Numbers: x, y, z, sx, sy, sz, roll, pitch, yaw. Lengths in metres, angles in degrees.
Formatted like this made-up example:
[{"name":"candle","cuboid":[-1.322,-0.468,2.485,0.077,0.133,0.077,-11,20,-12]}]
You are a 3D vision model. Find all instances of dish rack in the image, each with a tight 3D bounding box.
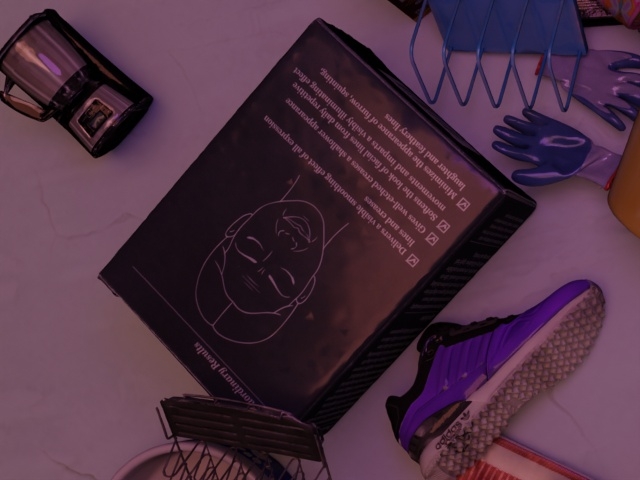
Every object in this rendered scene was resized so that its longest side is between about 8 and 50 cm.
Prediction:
[{"name":"dish rack","cuboid":[-0.074,0.278,1.368,0.208,0.074,0.271,5,133,21]}]

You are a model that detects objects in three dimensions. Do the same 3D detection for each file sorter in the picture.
[{"name":"file sorter","cuboid":[0.198,-0.215,1.424,0.170,0.118,0.104,7,63,25]}]

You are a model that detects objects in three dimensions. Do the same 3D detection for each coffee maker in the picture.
[{"name":"coffee maker","cuboid":[-0.307,-0.207,1.630,0.178,0.171,0.120,43,125,-5]}]

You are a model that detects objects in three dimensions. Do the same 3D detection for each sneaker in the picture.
[{"name":"sneaker","cuboid":[0.187,0.129,1.454,0.293,0.102,0.146,-44,53,2]}]

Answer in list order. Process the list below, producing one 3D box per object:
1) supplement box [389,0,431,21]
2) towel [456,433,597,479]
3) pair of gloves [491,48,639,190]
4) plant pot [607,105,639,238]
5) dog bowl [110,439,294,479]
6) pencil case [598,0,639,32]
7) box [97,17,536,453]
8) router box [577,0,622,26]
[{"name":"supplement box","cuboid":[0.082,-0.382,1.465,0.129,0.194,0.191,-38,76,14]},{"name":"towel","cuboid":[0.206,0.402,1.469,0.237,0.037,0.329,24,94,21]},{"name":"pair of gloves","cuboid":[0.292,-0.139,1.445,0.159,0.023,0.198,25,77,24]},{"name":"plant pot","cuboid":[0.430,-0.101,1.316,0.254,0.254,0.239,34,115,18]},{"name":"dog bowl","cuboid":[-0.144,0.376,1.556,0.265,0.104,0.265,-1,87,20]},{"name":"pencil case","cuboid":[0.300,-0.360,1.383,0.124,0.124,0.284,-42,74,13]},{"name":"box","cuboid":[0.000,0.000,1.467,0.293,0.212,0.395,45,101,15]},{"name":"router box","cuboid":[0.302,-0.314,1.463,0.179,0.046,0.133,0,87,19]}]
